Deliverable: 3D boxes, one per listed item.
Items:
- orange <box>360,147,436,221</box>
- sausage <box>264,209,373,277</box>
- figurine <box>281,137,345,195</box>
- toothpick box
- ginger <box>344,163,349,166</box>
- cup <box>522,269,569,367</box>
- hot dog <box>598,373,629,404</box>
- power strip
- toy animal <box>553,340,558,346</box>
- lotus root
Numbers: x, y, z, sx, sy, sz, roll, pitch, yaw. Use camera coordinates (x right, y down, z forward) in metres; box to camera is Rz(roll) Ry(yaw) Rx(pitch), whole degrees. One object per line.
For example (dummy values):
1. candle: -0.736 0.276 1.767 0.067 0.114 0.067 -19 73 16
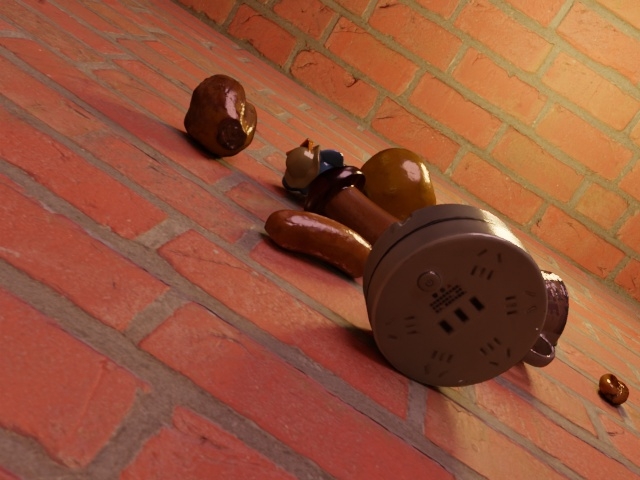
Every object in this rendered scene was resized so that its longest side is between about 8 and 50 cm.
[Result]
1. orange: 0.230 -0.150 2.042 0.279 0.235 0.279 161 -90 -87
2. sausage: 0.001 0.000 1.502 0.270 0.109 0.109 21 21 -26
3. figurine: 0.000 -0.167 1.857 0.180 0.154 0.262 10 -29 37
4. toothpick box: 0.092 -0.057 1.683 0.294 0.192 0.192 47 22 22
5. ginger: 0.035 -0.228 2.183 0.148 0.081 0.333 36 17 24
6. cup: 0.477 0.193 1.688 0.257 0.227 0.301 12 39 -22
7. hot dog: 0.844 0.428 1.903 0.090 0.060 0.140 41 26 11
8. power strip: 0.261 0.115 1.279 0.357 0.357 0.161 28 19 -16
9. toy animal: 0.712 0.258 2.089 0.101 0.103 0.218 13 17 18
10. lotus root: -0.247 -0.321 1.751 0.188 0.199 0.180 15 20 -28
